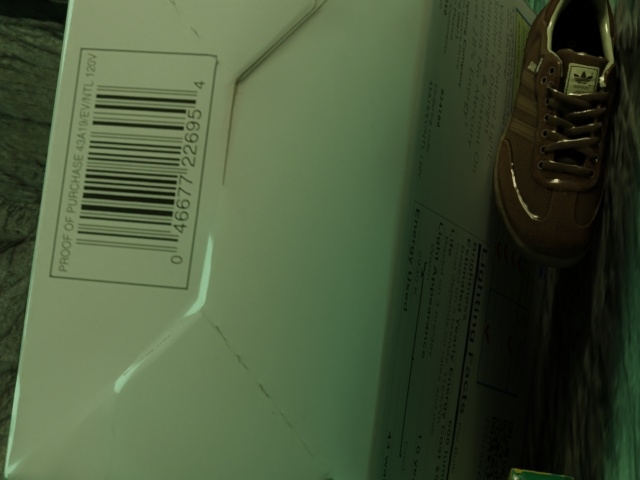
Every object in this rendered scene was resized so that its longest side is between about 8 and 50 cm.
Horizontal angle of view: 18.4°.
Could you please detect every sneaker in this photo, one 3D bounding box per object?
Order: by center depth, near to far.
[{"bbox_3d":[0.143,-0.077,1.180,0.071,0.066,0.188,102,176,-58],"label":"sneaker"}]

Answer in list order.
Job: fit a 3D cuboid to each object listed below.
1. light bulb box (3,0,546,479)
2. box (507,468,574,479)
[{"bbox_3d":[0.000,0.000,1.249,0.361,0.225,0.358,27,-110,-70],"label":"light bulb box"},{"bbox_3d":[0.114,0.230,1.173,0.179,0.043,0.105,103,175,-49],"label":"box"}]
